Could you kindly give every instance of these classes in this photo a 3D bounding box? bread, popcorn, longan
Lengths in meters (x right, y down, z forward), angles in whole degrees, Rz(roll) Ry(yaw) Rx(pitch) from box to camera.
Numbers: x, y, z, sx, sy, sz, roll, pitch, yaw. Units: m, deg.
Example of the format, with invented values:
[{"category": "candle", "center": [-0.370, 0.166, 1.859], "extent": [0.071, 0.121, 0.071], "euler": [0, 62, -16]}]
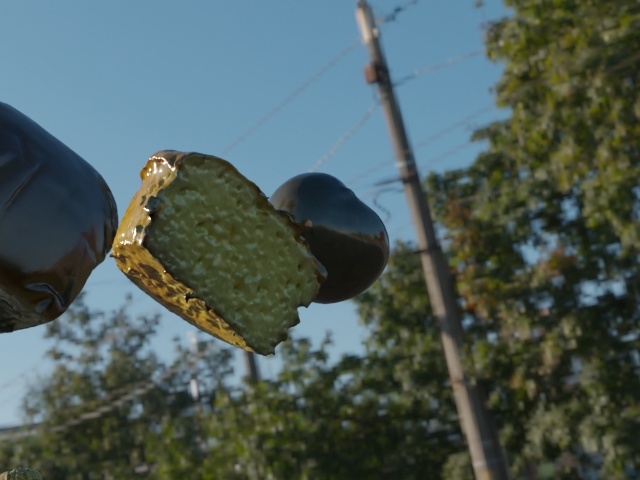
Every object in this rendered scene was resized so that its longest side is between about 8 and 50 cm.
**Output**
[{"category": "bread", "center": [-0.379, -0.014, 1.392], "extent": [0.225, 0.250, 0.279], "euler": [-36, 18, 29]}, {"category": "popcorn", "center": [-0.418, 0.342, 1.655], "extent": [0.082, 0.057, 0.083], "euler": [-18, -25, 34]}, {"category": "bread", "center": [-0.117, 0.011, 1.186], "extent": [0.139, 0.143, 0.229], "euler": [3, -35, 43]}, {"category": "longan", "center": [0.000, 0.000, 1.940], "extent": [0.196, 0.220, 0.196], "euler": [-41, 17, 15]}]
